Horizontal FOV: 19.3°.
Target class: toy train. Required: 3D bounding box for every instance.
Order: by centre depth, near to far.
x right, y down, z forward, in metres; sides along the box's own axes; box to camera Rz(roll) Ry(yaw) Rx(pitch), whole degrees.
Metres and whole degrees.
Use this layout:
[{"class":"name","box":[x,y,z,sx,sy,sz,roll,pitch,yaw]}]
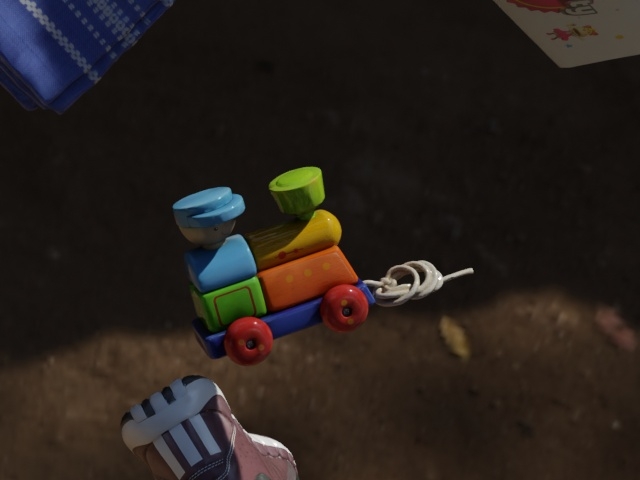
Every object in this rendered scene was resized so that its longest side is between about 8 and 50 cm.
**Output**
[{"class":"toy train","box":[0.000,0.000,1.615,0.248,0.143,0.105,-19,19,-11]}]

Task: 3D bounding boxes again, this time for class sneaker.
[{"class":"sneaker","box":[-0.057,0.225,1.461,0.106,0.281,0.162,-35,61,2]}]

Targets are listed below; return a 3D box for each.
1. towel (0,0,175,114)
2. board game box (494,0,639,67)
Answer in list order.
[{"class":"towel","box":[-0.148,-0.278,1.256,0.336,0.040,0.243,-46,109,-8]},{"class":"board game box","box":[0.155,-0.296,1.186,0.097,0.224,0.303,-7,66,30]}]
